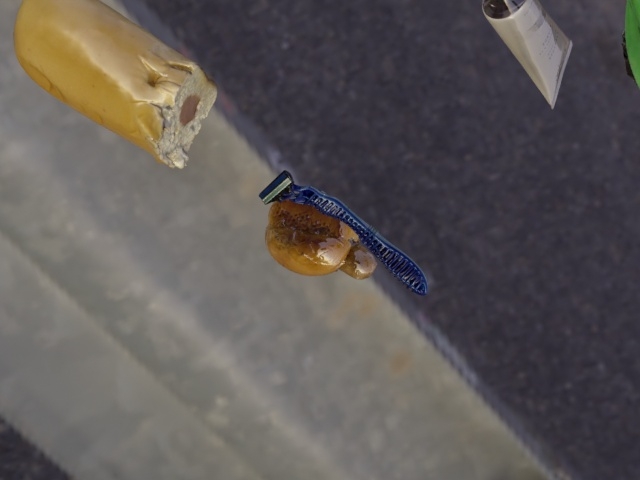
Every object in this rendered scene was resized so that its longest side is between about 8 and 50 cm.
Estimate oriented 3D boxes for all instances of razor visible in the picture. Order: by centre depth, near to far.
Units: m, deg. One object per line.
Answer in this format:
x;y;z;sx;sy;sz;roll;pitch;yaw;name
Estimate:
0.026;-0.008;1.332;0.154;0.044;0.028;35;50;-11;razor

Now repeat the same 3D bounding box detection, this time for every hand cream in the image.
0.230;-0.224;1.830;0.186;0.054;0.087;41;62;-50;hand cream

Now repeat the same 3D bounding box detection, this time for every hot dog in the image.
0.001;-0.002;1.811;0.060;0.140;0.090;44;63;-47;hot dog

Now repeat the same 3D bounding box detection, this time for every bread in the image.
-0.170;-0.137;1.363;0.173;0.085;0.134;33;0;10;bread

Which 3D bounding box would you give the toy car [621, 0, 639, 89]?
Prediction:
0.298;-0.245;1.213;0.176;0.213;0.359;-27;111;-59;toy car
